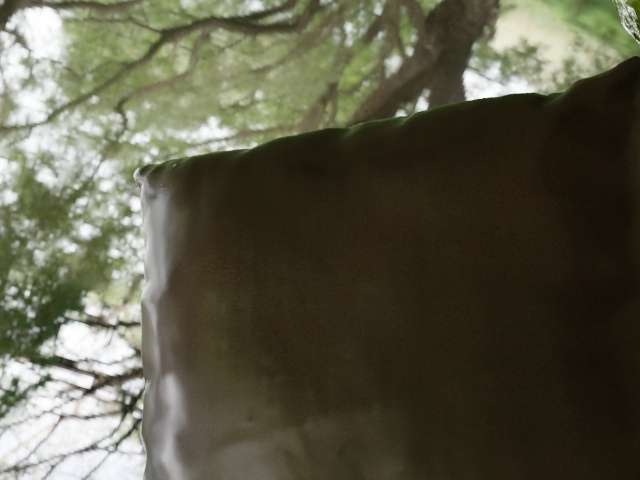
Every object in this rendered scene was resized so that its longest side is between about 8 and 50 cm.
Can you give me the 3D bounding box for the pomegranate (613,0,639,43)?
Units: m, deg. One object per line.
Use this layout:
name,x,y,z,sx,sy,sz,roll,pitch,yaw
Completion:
pomegranate,0.213,-0.112,0.354,0.230,0.231,0.286,17,-127,-14

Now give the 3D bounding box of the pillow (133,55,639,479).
pillow,0.033,0.074,0.519,0.305,0.308,0.108,-8,164,20
